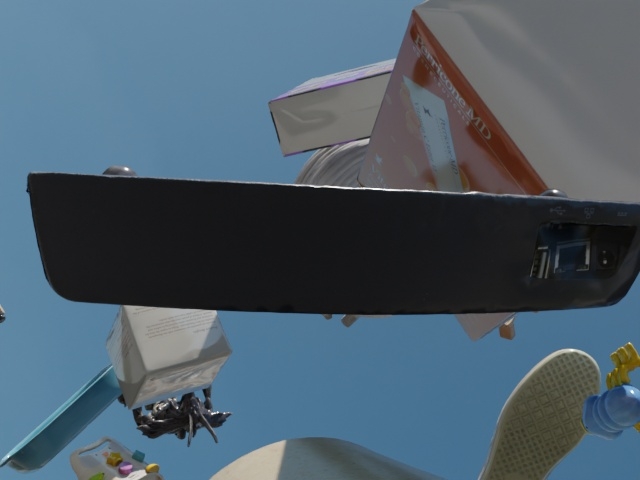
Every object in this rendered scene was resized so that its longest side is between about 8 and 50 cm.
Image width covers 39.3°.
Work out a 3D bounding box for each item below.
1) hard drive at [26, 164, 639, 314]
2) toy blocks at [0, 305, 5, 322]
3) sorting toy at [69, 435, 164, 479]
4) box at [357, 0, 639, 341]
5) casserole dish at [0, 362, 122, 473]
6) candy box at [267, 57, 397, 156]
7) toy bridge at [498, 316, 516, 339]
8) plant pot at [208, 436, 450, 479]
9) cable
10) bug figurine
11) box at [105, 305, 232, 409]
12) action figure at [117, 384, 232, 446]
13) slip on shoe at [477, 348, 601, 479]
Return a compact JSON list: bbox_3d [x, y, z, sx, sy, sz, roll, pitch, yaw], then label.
[{"bbox_3d":[0.000,0.000,0.406,0.172,0.255,0.054,-175,-93,-72],"label":"hard drive"},{"bbox_3d":[-0.818,0.075,1.671,0.309,0.289,0.260,51,-11,16],"label":"toy blocks"},{"bbox_3d":[-0.207,0.226,0.886,0.075,0.083,0.044,35,-54,28],"label":"sorting toy"},{"bbox_3d":[0.175,-0.070,0.776,0.215,0.168,0.345,56,-13,12],"label":"box"},{"bbox_3d":[-0.301,0.215,1.071,0.037,0.188,0.114,50,-35,-5],"label":"casserole dish"},{"bbox_3d":[0.048,-0.167,1.072,0.165,0.196,0.070,-11,-76,17],"label":"candy box"},{"bbox_3d":[0.378,0.099,1.595,0.026,0.188,0.063,17,-47,43],"label":"toy bridge"},{"bbox_3d":[0.044,0.265,0.520,0.305,0.334,0.333,16,-54,61],"label":"plant pot"},{"bbox_3d":[0.076,-0.022,1.219,0.257,0.257,0.089,58,-8,-25],"label":"cable"},{"bbox_3d":[0.305,0.203,0.702,0.279,0.072,0.216,59,-16,21],"label":"bug figurine"},{"bbox_3d":[-0.167,0.117,0.979,0.087,0.101,0.102,64,-34,23],"label":"box"},{"bbox_3d":[-0.251,0.237,1.454,0.276,0.164,0.140,17,-69,55],"label":"action figure"},{"bbox_3d":[0.316,0.306,1.352,0.123,0.101,0.331,24,-76,8],"label":"slip on shoe"}]
